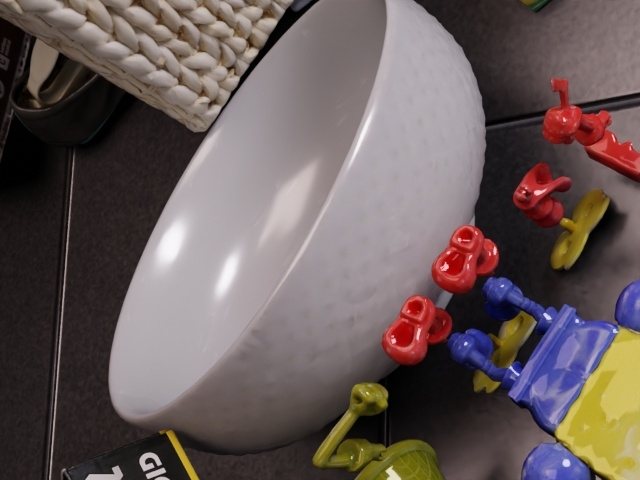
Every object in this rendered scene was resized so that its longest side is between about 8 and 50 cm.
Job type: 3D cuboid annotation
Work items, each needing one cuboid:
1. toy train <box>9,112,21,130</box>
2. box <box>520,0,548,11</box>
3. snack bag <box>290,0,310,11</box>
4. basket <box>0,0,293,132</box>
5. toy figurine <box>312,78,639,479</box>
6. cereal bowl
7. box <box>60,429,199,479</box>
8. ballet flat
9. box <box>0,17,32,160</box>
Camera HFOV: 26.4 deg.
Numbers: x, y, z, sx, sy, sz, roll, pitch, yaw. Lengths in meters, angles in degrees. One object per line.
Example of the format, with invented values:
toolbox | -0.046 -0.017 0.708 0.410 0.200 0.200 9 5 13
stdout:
toy train | -0.320 -0.086 1.276 0.158 0.036 0.027 -52 55 11
box | 0.189 -0.263 0.975 0.179 0.043 0.105 -41 57 21
snack bag | 0.014 -0.411 1.083 0.323 0.037 0.342 -37 73 28
basket | -0.186 -0.287 0.960 0.328 0.331 0.266 31 90 24
toy figurine | 0.156 0.113 0.799 0.217 0.191 0.362 30 83 25
cereal bowl | 0.000 0.000 0.926 0.339 0.141 0.339 -48 22 27
box | -0.084 0.313 0.859 0.257 0.079 0.322 54 150 32
ballet flat | -0.169 -0.198 1.168 0.280 0.096 0.095 -53 54 10
box | -0.395 -0.144 1.230 0.203 0.167 0.168 -13 60 44
